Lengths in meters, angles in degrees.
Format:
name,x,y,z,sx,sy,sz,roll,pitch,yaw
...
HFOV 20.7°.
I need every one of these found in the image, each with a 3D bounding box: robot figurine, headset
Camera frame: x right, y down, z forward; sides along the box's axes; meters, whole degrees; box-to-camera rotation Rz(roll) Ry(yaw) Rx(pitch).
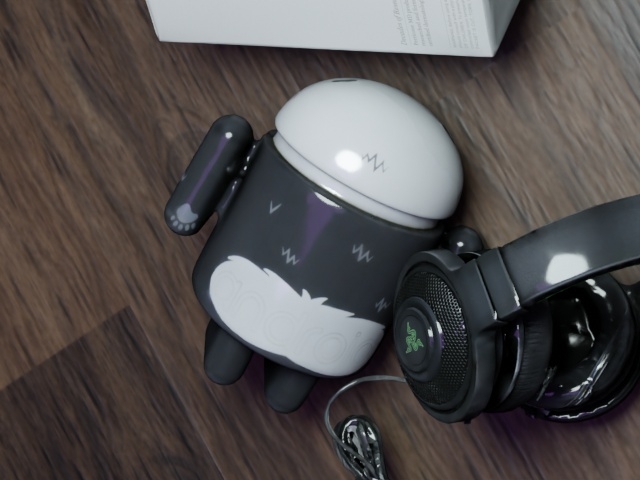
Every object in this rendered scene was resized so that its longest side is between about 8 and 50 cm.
name,x,y,z,sx,sy,sz,roll,pitch,yaw
robot figurine,0.002,0.000,1.441,0.173,0.209,0.278,42,111,38
headset,0.158,0.099,1.343,0.394,0.243,0.185,-33,64,35

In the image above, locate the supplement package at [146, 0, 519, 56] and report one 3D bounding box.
name,x,y,z,sx,sy,sz,roll,pitch,yaw
supplement package,0.010,-0.269,1.374,0.292,0.177,0.175,5,135,23
